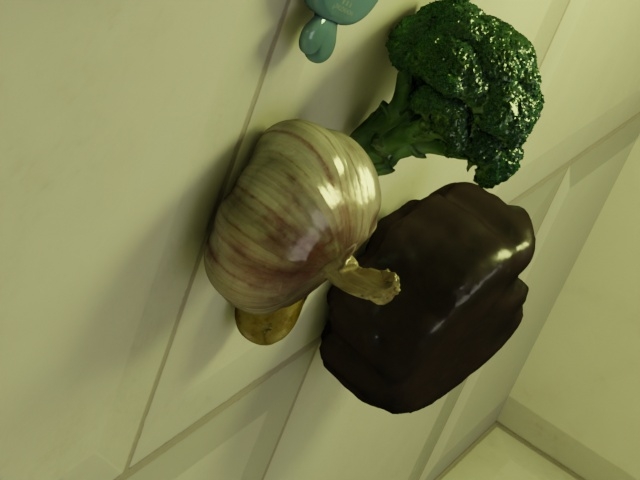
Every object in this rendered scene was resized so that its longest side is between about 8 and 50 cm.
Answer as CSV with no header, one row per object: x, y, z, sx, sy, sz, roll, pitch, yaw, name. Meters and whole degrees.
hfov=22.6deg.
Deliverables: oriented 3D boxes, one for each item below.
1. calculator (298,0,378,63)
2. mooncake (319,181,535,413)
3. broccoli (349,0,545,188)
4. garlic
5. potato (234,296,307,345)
0.051,-0.335,1.757,0.302,0.042,0.188,-60,163,8,calculator
0.162,0.095,2.476,0.350,0.212,0.381,-37,156,-36,mooncake
0.166,-0.173,2.062,0.270,0.270,0.270,-32,171,22,broccoli
0.000,0.000,1.861,0.245,0.253,0.245,-39,148,-30,garlic
-0.057,0.062,2.080,0.107,0.080,0.170,-14,137,-47,potato
